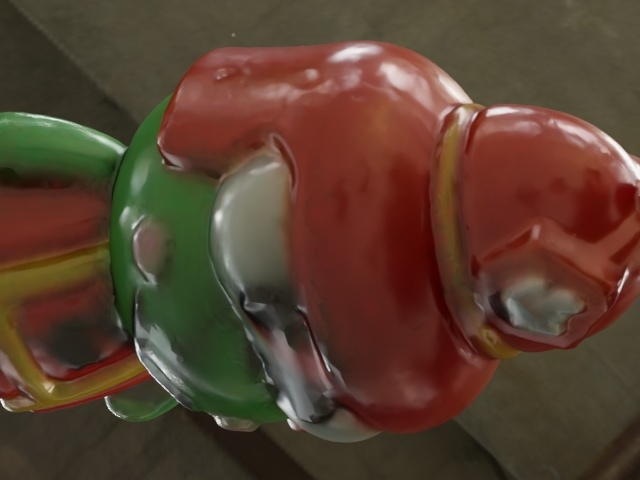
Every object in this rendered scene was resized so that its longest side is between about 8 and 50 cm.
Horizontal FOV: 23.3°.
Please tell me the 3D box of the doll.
[{"bbox_3d":[-0.001,0.001,0.679,0.363,0.160,0.182,-3,-55,27],"label":"doll"}]
